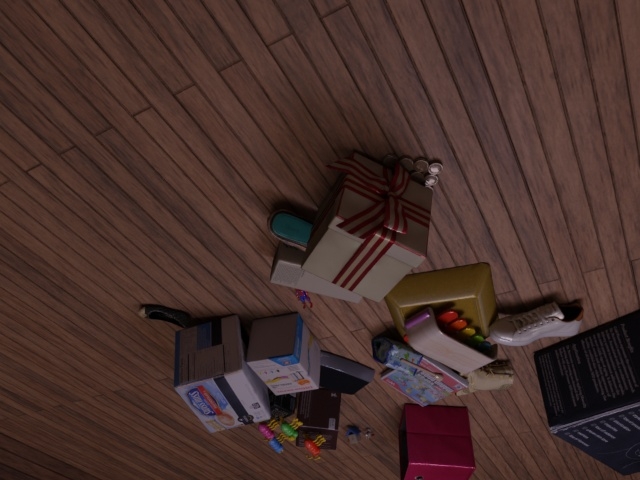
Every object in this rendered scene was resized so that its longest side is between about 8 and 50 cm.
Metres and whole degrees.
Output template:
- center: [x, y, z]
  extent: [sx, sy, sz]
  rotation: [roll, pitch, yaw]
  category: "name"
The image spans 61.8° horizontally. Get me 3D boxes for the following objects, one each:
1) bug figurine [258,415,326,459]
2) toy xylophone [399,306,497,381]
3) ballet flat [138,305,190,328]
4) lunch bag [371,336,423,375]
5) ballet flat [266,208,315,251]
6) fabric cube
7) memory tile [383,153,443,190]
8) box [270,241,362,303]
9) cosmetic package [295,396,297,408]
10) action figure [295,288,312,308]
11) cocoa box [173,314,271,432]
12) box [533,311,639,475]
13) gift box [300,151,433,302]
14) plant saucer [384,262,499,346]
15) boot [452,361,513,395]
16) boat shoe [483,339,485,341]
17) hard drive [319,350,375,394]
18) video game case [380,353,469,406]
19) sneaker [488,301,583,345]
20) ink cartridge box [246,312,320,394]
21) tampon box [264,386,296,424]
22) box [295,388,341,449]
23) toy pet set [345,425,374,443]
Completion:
- center: [-0.130, 0.756, 2.045]
  extent: [0.279, 0.072, 0.216]
  rotation: [-13, 125, 37]
  category: "bug figurine"
- center: [0.383, 0.330, 1.649]
  extent: [0.322, 0.081, 0.236]
  rotation: [36, 129, -29]
  category: "toy xylophone"
- center: [-0.524, 0.254, 1.788]
  extent: [0.173, 0.049, 0.057]
  rotation: [11, 136, -7]
  category: "ballet flat"
- center: [0.250, 0.382, 1.806]
  extent: [0.128, 0.151, 0.096]
  rotation: [24, 92, -17]
  category: "lunch bag"
- center: [0.000, 0.000, 1.440]
  extent: [0.316, 0.108, 0.106]
  rotation: [28, 173, -14]
  category: "ballet flat"
- center: [0.462, 0.844, 2.180]
  extent: [0.258, 0.259, 0.254]
  rotation: [3, 136, 1]
  category: "fabric cube"
- center: [0.217, -0.159, 1.310]
  extent: [0.148, 0.012, 0.113]
  rotation: [8, 137, -3]
  category: "memory tile"
- center: [0.002, 0.086, 1.530]
  extent: [0.275, 0.094, 0.113]
  rotation: [15, 136, -12]
  category: "box"
- center: [-0.148, 0.675, 2.198]
  extent: [0.041, 0.060, 0.115]
  rotation: [35, 131, -30]
  category: "cosmetic package"
- center: [-0.054, 0.175, 1.680]
  extent: [0.038, 0.030, 0.115]
  rotation: [-4, 134, 17]
  category: "action figure"
- center: [-0.334, 0.465, 1.839]
  extent: [0.228, 0.231, 0.347]
  rotation: [-15, 135, 1]
  category: "cocoa box"
- center: [1.049, 0.498, 1.730]
  extent: [0.480, 0.297, 0.471]
  rotation: [34, 131, -27]
  category: "box"
- center: [0.098, -0.036, 1.263]
  extent: [0.276, 0.255, 0.258]
  rotation: [21, 138, -14]
  category: "gift box"
- center: [0.378, 0.227, 1.659]
  extent: [0.332, 0.081, 0.333]
  rotation: [-11, 135, 16]
  category: "plant saucer"
- center: [0.571, 0.449, 1.870]
  extent: [0.203, 0.095, 0.262]
  rotation: [-5, 129, 4]
  category: "boot"
- center: [0.491, 0.339, 1.762]
  extent: [0.135, 0.045, 0.050]
  rotation: [-10, 95, -17]
  category: "boat shoe"
- center: [0.058, 0.499, 1.995]
  extent: [0.254, 0.054, 0.172]
  rotation: [24, 133, -19]
  category: "hard drive"
- center: [0.365, 0.501, 1.916]
  extent: [0.204, 0.025, 0.285]
  rotation: [34, 143, -4]
  category: "video game case"
- center: [0.657, 0.237, 1.630]
  extent: [0.290, 0.106, 0.123]
  rotation: [-9, 133, -7]
  category: "sneaker"
- center: [-0.117, 0.387, 1.807]
  extent: [0.171, 0.168, 0.233]
  rotation: [-13, 135, 17]
  category: "ink cartridge box"
- center: [-0.185, 0.640, 2.118]
  extent: [0.101, 0.120, 0.161]
  rotation: [34, 130, -26]
  category: "tampon box"
- center: [-0.008, 0.717, 2.149]
  extent: [0.167, 0.168, 0.203]
  rotation: [5, 137, 3]
  category: "box"
- center: [0.159, 0.858, 2.383]
  extent: [0.122, 0.065, 0.114]
  rotation: [-24, 165, 31]
  category: "toy pet set"
